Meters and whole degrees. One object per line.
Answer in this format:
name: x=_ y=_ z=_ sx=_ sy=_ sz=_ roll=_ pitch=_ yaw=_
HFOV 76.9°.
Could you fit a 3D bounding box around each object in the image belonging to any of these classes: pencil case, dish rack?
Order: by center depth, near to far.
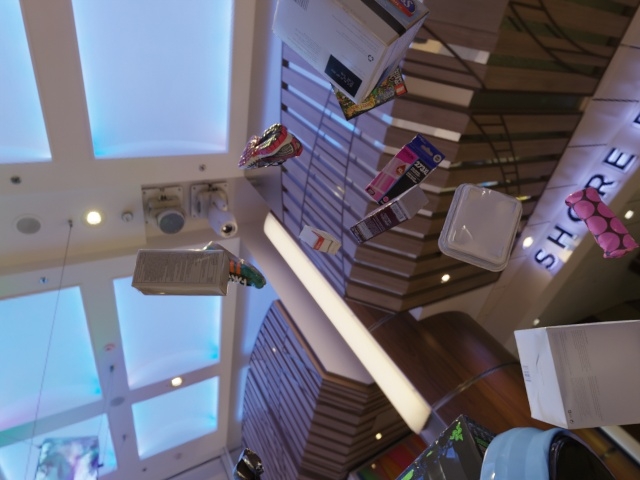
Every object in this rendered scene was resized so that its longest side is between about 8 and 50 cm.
pencil case: x=0.775 y=-0.047 z=1.117 sx=0.095 sy=0.210 sz=0.098 roll=-21 pitch=-27 yaw=6
dish rack: x=0.662 y=-0.067 z=1.645 sx=0.072 sy=0.285 sz=0.333 roll=72 pitch=-141 yaw=-74

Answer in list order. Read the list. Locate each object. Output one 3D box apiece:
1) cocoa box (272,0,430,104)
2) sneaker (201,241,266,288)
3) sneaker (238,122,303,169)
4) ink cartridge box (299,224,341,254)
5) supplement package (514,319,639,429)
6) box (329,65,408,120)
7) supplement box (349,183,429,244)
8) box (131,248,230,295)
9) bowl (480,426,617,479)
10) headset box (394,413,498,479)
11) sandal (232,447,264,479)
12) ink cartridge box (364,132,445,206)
cocoa box: x=0.078 y=-0.619 z=1.139 sx=0.228 sy=0.347 sz=0.231 roll=-47 pitch=-3 yaw=-26
sneaker: x=-0.367 y=0.129 z=1.640 sx=0.121 sy=0.301 sz=0.108 roll=-53 pitch=-13 yaw=-33
sneaker: x=-0.181 y=-0.290 z=1.361 sx=0.111 sy=0.299 sz=0.121 roll=29 pitch=-109 yaw=-33
ink cartridge box: x=0.000 y=0.000 z=1.561 sx=0.135 sy=0.099 sz=0.056 roll=18 pitch=-73 yaw=-46
supplement package: x=0.562 y=0.278 z=0.859 sx=0.202 sy=0.195 sz=0.149 roll=-4 pitch=-15 yaw=0
box: x=0.164 y=-0.538 z=1.391 sx=0.232 sy=0.044 sz=0.159 roll=-22 pitch=-66 yaw=15
supplement box: x=0.220 y=-0.081 z=1.310 sx=0.130 sy=0.073 sz=0.239 roll=-36 pitch=4 yaw=-41
box: x=-0.496 y=0.119 z=1.457 sx=0.310 sy=0.148 sz=0.121 roll=2 pitch=-25 yaw=1
bowl: x=0.324 y=0.411 z=0.447 sx=0.077 sy=0.392 sz=0.390 roll=-36 pitch=-36 yaw=31
headset box: x=0.288 y=0.538 z=0.801 sx=0.131 sy=0.283 sz=0.246 roll=33 pitch=-72 yaw=-10
sandal: x=-0.213 y=0.691 z=1.230 sx=0.097 sy=0.254 sz=0.055 roll=39 pitch=-100 yaw=-5
ink cartridge box: x=0.396 y=-0.313 z=1.904 sx=0.371 sy=0.176 sz=0.069 roll=-47 pitch=-11 yaw=12
